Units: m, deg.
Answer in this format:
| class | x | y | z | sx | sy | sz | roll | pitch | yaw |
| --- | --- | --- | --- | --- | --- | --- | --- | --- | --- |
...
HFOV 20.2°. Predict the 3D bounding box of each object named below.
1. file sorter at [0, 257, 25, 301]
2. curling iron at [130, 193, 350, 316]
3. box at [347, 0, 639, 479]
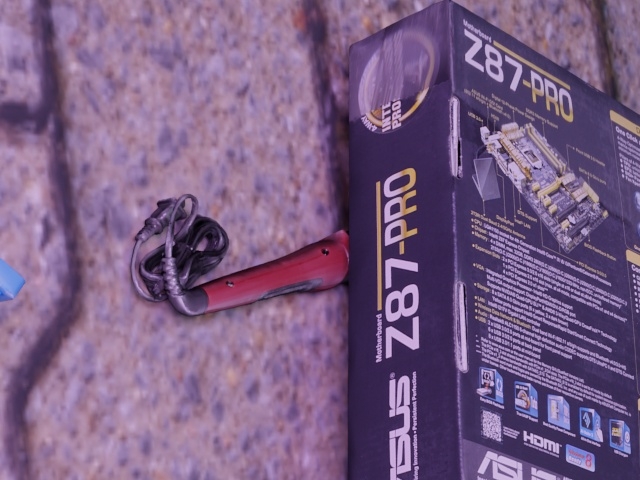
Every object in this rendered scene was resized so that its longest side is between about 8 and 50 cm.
| class | x | y | z | sx | sy | sz | roll | pitch | yaw |
| --- | --- | --- | --- | --- | --- | --- | --- | --- | --- |
| file sorter | -0.242 | 0.010 | 0.772 | 0.170 | 0.118 | 0.104 | 45 | 57 | -27 |
| curling iron | 0.000 | 0.000 | 1.060 | 0.274 | 0.035 | 0.068 | -7 | 84 | -44 |
| box | 0.180 | 0.068 | 1.132 | 0.395 | 0.097 | 0.318 | 24 | 58 | -40 |
